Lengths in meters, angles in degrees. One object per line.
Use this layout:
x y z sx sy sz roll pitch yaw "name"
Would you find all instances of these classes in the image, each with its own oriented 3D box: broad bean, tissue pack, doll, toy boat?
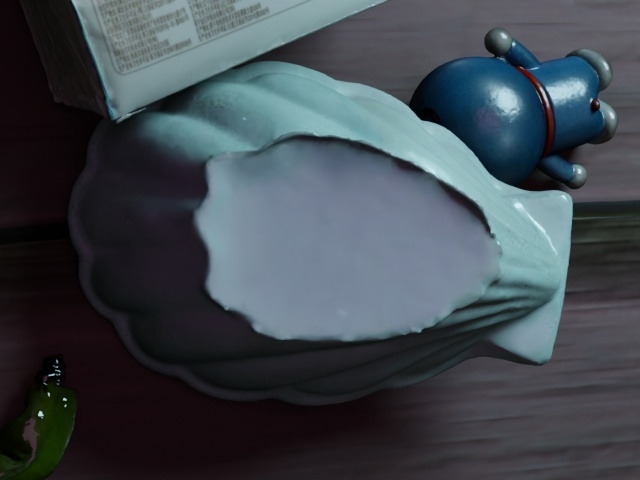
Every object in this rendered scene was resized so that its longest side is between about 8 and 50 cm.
-0.211 0.130 0.856 0.195 0.046 0.061 -28 77 -25 "broad bean"
-0.068 -0.198 0.898 0.225 0.124 0.185 -26 111 -20 "tissue pack"
0.114 -0.075 0.979 0.152 0.085 0.114 -19 104 -28 "doll"
0.000 0.000 0.888 0.290 0.100 0.199 7 91 -4 "toy boat"
